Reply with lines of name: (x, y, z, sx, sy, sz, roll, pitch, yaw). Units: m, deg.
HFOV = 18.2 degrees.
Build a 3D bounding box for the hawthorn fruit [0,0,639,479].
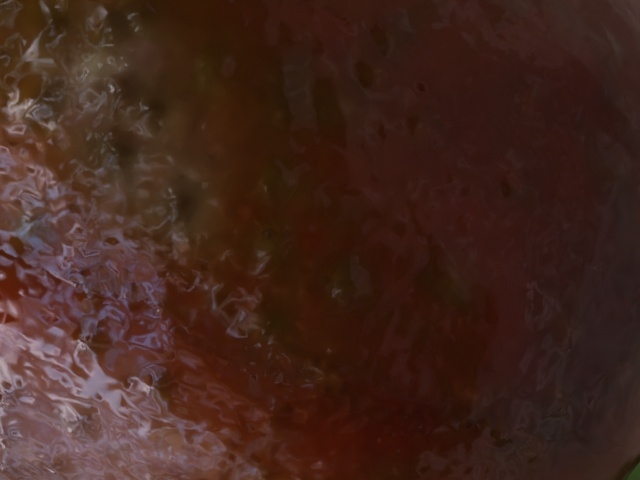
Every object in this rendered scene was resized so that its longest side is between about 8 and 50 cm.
hawthorn fruit: (0.000, 0.000, 0.621, 0.299, 0.275, 0.275, 27, 170, 0)
